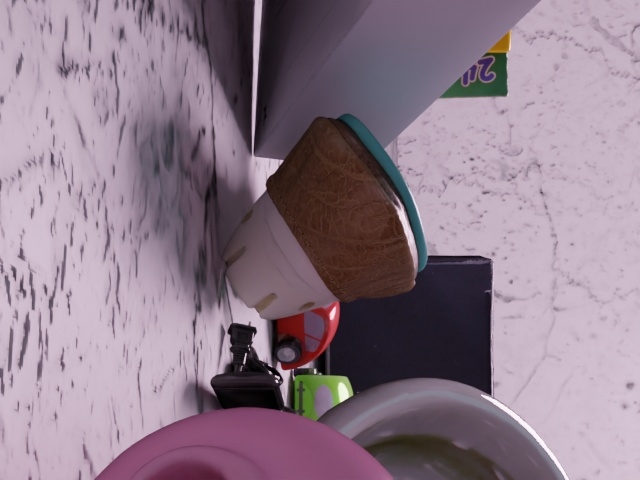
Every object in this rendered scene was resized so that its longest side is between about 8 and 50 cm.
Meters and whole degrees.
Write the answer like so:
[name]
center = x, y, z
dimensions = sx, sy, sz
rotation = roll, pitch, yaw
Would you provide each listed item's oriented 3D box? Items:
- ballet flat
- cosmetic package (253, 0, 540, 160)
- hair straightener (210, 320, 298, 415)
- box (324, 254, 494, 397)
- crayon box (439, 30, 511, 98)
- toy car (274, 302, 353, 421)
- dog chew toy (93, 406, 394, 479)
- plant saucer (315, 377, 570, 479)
[ballet flat]
center = 0.000, 0.000, 0.894
dimensions = 0.116, 0.124, 0.342
rotation = 59, 1, 3
[cosmetic package]
center = 0.047, -0.235, 0.865
dimensions = 0.377, 0.097, 0.284
rotation = 140, -43, -69
[hair straightener]
center = -0.035, 0.096, 0.869
dimensions = 0.230, 0.047, 0.089
rotation = 51, 39, -80
[box]
center = 0.101, 0.163, 1.489
dimensions = 0.296, 0.183, 0.294
rotation = 5, 85, -85
[crayon box]
center = 0.083, -0.292, 1.311
dimensions = 0.083, 0.203, 0.322
rotation = -65, 153, -75
[toy car]
center = -0.002, 0.134, 1.144
dimensions = 0.225, 0.053, 0.239
rotation = 51, 38, -80
[dog chew toy]
center = -0.004, 0.183, 0.525
dimensions = 0.332, 0.207, 0.206
rotation = 69, 19, -47
[plant saucer]
center = 0.046, 0.289, 0.851
dimensions = 0.400, 0.101, 0.400
rotation = 11, 75, -46
